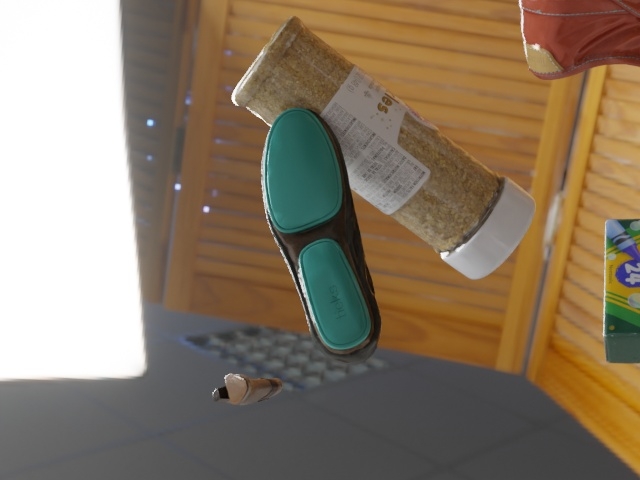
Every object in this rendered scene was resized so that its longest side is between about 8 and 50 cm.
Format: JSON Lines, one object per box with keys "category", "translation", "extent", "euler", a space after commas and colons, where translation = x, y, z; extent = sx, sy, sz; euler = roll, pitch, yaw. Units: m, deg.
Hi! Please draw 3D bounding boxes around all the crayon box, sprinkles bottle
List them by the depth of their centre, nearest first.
{"category": "sprinkles bottle", "translation": [0.073, -0.102, 1.150], "extent": [0.355, 0.121, 0.121], "euler": [36, -170, -9]}
{"category": "crayon box", "translation": [0.564, 0.067, 1.416], "extent": [0.323, 0.083, 0.203], "euler": [-1, -127, 18]}

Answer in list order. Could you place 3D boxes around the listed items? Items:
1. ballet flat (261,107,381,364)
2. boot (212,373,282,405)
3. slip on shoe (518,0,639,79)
{"category": "ballet flat", "translation": [0.000, 0.000, 1.068], "extent": [0.095, 0.280, 0.096], "euler": [-15, 161, 8]}
{"category": "boot", "translation": [-0.092, 0.203, 1.398], "extent": [0.087, 0.042, 0.118], "euler": [-2, 166, -31]}
{"category": "slip on shoe", "translation": [0.311, -0.174, 0.820], "extent": [0.331, 0.101, 0.123], "euler": [-2, -157, -14]}
